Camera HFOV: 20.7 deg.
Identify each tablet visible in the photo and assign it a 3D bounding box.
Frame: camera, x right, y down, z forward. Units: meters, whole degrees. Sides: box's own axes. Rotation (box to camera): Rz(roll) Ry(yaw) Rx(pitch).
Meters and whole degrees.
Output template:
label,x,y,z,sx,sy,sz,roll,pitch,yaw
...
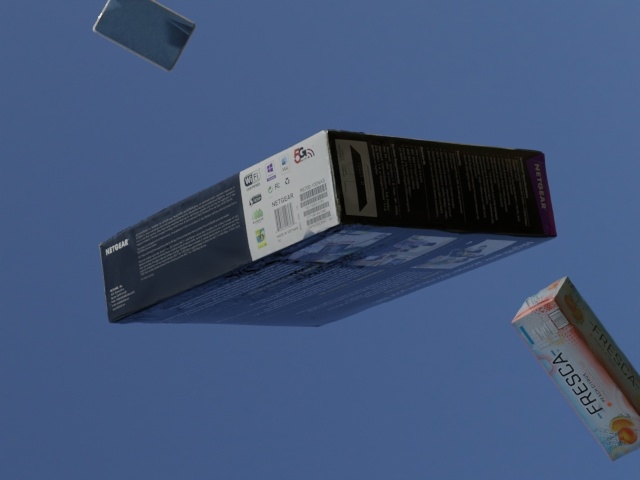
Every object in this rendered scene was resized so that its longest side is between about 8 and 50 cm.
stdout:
label,x,y,z,sx,sy,sz,roll,pitch,yaw
tablet,-0.164,-0.199,1.633,0.083,0.006,0.054,28,-100,-5

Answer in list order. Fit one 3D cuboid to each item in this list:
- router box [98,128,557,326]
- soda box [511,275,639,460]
label,x,y,z,sx,sy,sz,roll,pitch,yaw
router box,0.000,0.000,0.818,0.133,0.179,0.046,4,-108,-40
soda box,0.274,0.130,1.780,0.183,0.058,0.063,54,-149,-6
